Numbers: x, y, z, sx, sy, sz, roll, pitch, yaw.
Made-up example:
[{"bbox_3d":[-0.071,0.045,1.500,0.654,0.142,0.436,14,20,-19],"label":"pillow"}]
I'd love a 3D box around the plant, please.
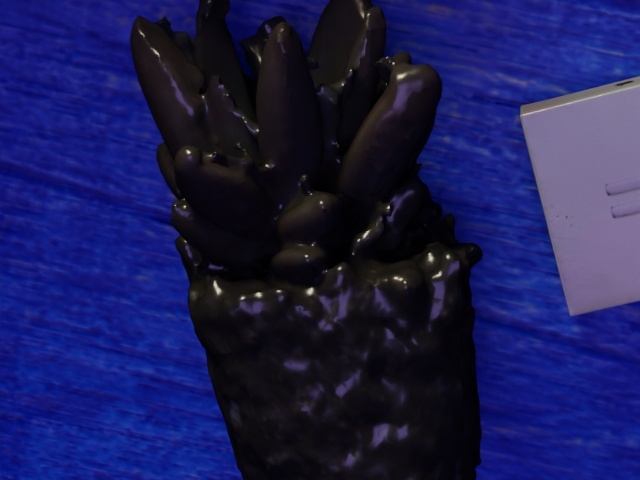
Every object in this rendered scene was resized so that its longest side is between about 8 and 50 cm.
[{"bbox_3d":[0.000,0.000,1.022,0.181,0.194,0.321,-10,106,-3],"label":"plant"}]

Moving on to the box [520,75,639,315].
[{"bbox_3d":[0.201,-0.034,1.043,0.129,0.051,0.130,-14,101,10],"label":"box"}]
